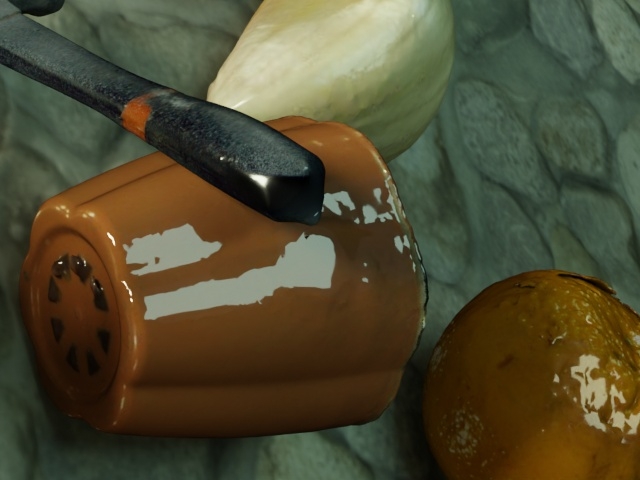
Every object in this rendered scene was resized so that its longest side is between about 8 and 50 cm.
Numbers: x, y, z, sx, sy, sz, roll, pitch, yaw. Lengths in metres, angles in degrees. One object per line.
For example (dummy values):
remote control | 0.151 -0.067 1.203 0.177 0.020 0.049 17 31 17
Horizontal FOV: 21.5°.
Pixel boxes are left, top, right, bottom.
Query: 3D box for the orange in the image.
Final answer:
orange | 0.157 0.118 1.128 0.193 0.161 0.193 29 38 -25

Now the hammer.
hammer | -0.114 -0.078 0.908 0.290 0.037 0.137 29 39 32

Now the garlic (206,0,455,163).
garlic | 0.003 -0.122 1.148 0.164 0.145 0.245 28 44 8

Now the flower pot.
flower pot | -0.065 0.030 0.944 0.173 0.191 0.190 -12 76 -35
